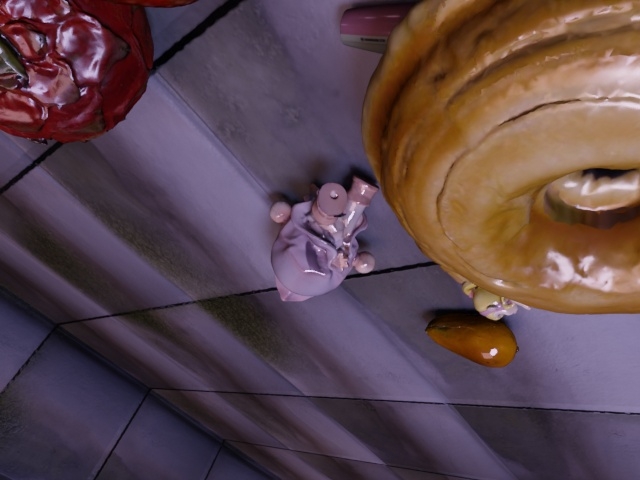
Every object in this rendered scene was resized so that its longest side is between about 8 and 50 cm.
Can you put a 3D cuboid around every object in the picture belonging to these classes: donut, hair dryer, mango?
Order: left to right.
[{"bbox_3d":[0.088,-0.193,0.545,0.106,0.054,0.154,11,146,26],"label":"hair dryer"},{"bbox_3d":[0.277,0.175,0.856,0.159,0.084,0.105,20,165,42],"label":"mango"},{"bbox_3d":[0.255,-0.079,0.436,0.448,0.198,0.449,13,149,8],"label":"donut"}]

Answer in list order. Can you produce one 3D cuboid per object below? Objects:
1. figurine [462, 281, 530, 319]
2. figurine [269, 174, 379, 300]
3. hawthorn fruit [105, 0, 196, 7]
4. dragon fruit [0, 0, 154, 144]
[{"bbox_3d":[0.306,0.075,0.726,0.083,0.083,0.187,39,148,-18],"label":"figurine"},{"bbox_3d":[0.000,0.001,0.758,0.200,0.133,0.276,30,143,0],"label":"figurine"},{"bbox_3d":[-0.150,-0.325,0.343,0.299,0.275,0.275,-5,134,47],"label":"hawthorn fruit"},{"bbox_3d":[-0.333,-0.241,0.577,0.244,0.244,0.299,35,167,-12],"label":"dragon fruit"}]
